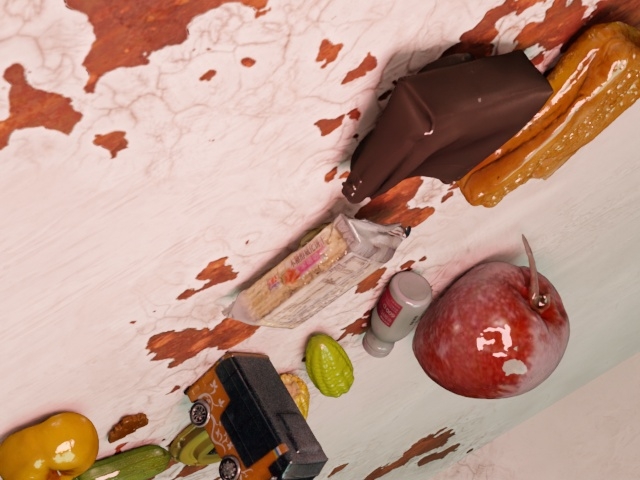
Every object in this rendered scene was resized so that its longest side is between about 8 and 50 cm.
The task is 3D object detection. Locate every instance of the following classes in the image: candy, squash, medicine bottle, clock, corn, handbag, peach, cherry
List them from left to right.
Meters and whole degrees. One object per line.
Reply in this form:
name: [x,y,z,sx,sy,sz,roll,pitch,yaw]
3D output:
peach: [-0.471,0.373,1.602,0.179,0.103,0.179,-21,149,-14]
squash: [-0.404,0.465,1.853,0.219,0.068,0.077,-13,179,-30]
clock: [-0.215,0.436,2.012,0.237,0.057,0.237,-23,152,-13]
corn: [-0.071,0.373,2.010,0.093,0.093,0.244,-23,151,-16]
candy: [0.014,0.252,1.905,0.097,0.096,0.209,-28,147,-7]
medicine bottle: [0.151,0.158,1.883,0.090,0.090,0.216,-14,148,-31]
handbag: [0.177,-0.161,1.364,0.285,0.113,0.257,-19,157,-37]
cherry: [0.375,0.197,1.996,0.326,0.291,0.335,-29,173,-27]

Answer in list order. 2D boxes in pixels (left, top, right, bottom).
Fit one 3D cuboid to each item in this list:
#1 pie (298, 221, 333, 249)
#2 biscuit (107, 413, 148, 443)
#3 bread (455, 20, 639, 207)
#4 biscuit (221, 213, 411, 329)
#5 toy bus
pie: [0.000,0.000,1.548,0.084,0.020,0.084,-25,152,-14]
biscuit: [-0.374,0.362,1.772,0.092,0.016,0.082,-37,157,12]
bread: [0.389,-0.198,1.522,0.185,0.109,0.380,-1,141,-51]
biscuit: [-0.001,0.058,1.538,0.309,0.079,0.186,-40,154,21]
toy bus: [-0.121,0.358,1.742,0.167,0.275,0.139,-44,150,20]
